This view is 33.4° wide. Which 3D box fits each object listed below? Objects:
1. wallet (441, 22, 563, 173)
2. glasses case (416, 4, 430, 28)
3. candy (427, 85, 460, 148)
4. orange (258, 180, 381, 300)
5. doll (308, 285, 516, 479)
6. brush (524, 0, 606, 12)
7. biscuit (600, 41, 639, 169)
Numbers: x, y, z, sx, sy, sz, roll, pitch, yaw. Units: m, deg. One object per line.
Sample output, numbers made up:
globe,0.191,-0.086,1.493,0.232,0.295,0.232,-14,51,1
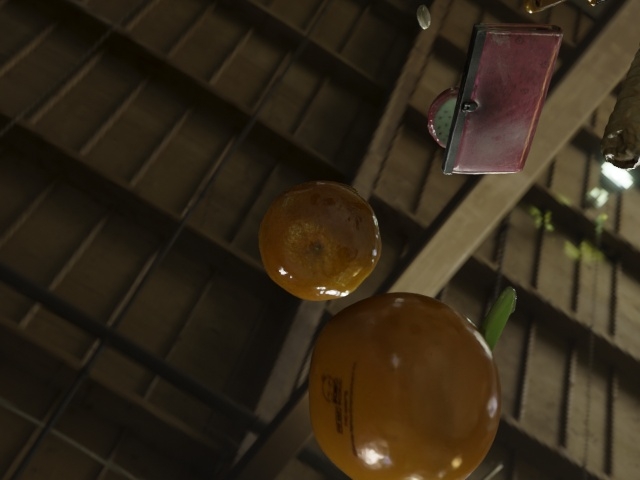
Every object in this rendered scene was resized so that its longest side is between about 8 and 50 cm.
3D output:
wallet,0.239,-0.183,1.413,0.119,0.232,0.025,-2,-137,-11
glasses case,0.203,-0.440,2.099,0.032,0.021,0.083,59,-159,-22
candy,0.217,-0.189,1.655,0.103,0.103,0.043,29,-154,-10
orange,0.000,0.000,1.340,0.155,0.154,0.134,38,-175,2
doll,0.114,0.157,1.118,0.236,0.213,0.213,-5,-128,-34
brush,0.244,-0.239,1.010,0.014,0.043,0.170,7,-156,45
biscuit,0.366,-0.175,1.180,0.055,0.061,0.219,34,-114,-15
